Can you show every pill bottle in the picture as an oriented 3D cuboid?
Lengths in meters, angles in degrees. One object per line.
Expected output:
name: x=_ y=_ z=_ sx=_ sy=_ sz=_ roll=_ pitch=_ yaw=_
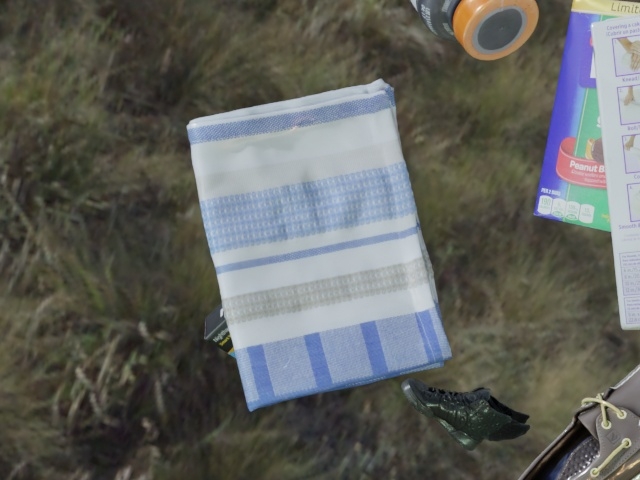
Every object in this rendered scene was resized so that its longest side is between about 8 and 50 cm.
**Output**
pill bottle: x=0.145 y=-0.305 z=1.310 sx=0.130 sy=0.130 sz=0.246 roll=0 pitch=47 yaw=-31

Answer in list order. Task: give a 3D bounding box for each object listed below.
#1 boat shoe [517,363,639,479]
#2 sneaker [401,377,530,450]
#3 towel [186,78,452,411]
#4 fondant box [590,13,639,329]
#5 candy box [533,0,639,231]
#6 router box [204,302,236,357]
boat shoe: x=0.364 y=0.258 z=1.543 sx=0.096 sy=0.324 sz=0.116 roll=35 pitch=10 yaw=-24
sneaker: x=0.199 y=0.224 z=1.644 sx=0.170 sy=0.089 sz=0.051 roll=41 pitch=20 yaw=-12
towel: x=0.000 y=0.000 z=1.135 sx=0.209 sy=0.034 sz=0.285 roll=-11 pitch=84 yaw=-11
fondant box: x=0.376 y=-0.076 z=1.358 sx=0.096 sy=0.330 sz=0.238 roll=-7 pitch=1 yaw=18
candy box: x=0.464 y=-0.162 z=1.663 sx=0.268 sy=0.317 sz=0.122 roll=14 pitch=7 yaw=33
router box: x=-0.038 y=0.088 z=1.490 sx=0.133 sy=0.179 sz=0.046 roll=34 pitch=27 yaw=-25
